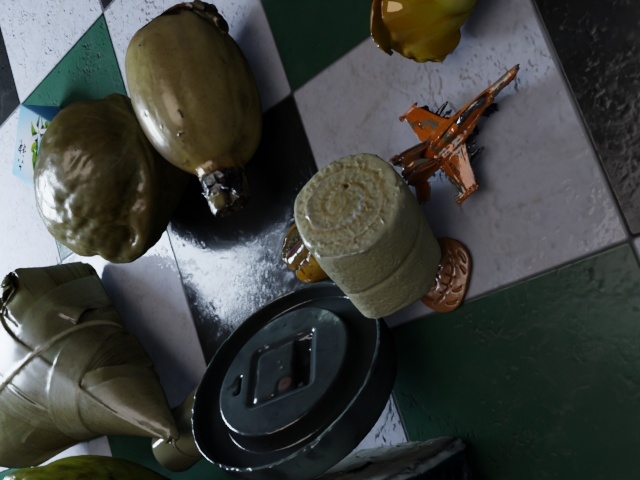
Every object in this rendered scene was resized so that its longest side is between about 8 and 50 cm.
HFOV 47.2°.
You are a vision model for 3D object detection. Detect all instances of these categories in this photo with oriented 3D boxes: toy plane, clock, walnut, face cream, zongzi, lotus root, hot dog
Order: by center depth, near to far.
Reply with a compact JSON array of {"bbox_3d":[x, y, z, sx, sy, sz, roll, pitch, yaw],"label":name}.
[{"bbox_3d":[0.158,-0.124,0.827,0.188,0.062,0.135,-42,66,21],"label":"toy plane"},{"bbox_3d":[-0.034,0.172,0.906,0.281,0.280,0.055,-6,134,42],"label":"clock"},{"bbox_3d":[0.001,0.002,0.971,0.140,0.060,0.089,-35,75,35],"label":"hot dog"},{"bbox_3d":[-0.164,-0.176,1.019,0.183,0.183,0.310,-31,74,39],"label":"lotus root"},{"bbox_3d":[-0.135,0.233,1.108,0.341,0.084,0.137,-45,53,28],"label":"face cream"},{"bbox_3d":[-0.327,-0.090,1.145,0.283,0.227,0.283,9,101,54],"label":"walnut"},{"bbox_3d":[-0.457,0.351,1.279,0.467,0.218,0.500,46,119,39],"label":"zongzi"}]

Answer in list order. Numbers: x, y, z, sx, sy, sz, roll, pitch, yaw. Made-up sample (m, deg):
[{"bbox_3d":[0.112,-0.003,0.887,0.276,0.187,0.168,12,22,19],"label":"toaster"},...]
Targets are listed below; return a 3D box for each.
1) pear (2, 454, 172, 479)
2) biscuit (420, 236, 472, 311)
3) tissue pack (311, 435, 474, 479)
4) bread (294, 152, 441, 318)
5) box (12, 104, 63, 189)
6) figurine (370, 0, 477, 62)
[{"bbox_3d":[-0.319,0.503,1.100,0.413,0.352,0.352,33,121,-4],"label":"pear"},{"bbox_3d":[0.143,0.040,0.877,0.078,0.015,0.091,18,106,39],"label":"biscuit"},{"bbox_3d":[0.076,0.461,0.814,0.253,0.264,0.416,-24,80,36],"label":"tissue pack"},{"bbox_3d":[0.057,-0.005,0.843,0.134,0.141,0.148,-27,47,11],"label":"bread"},{"bbox_3d":[-0.481,-0.153,1.369,0.232,0.083,0.142,29,113,35],"label":"box"},{"bbox_3d":[0.126,-0.314,0.796,0.156,0.131,0.246,19,94,59],"label":"figurine"}]
